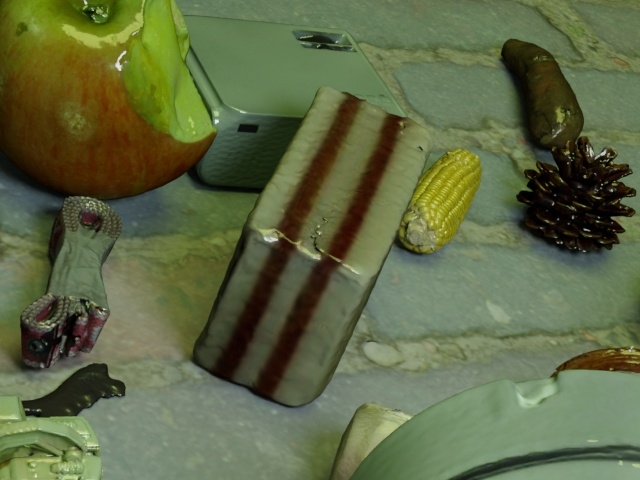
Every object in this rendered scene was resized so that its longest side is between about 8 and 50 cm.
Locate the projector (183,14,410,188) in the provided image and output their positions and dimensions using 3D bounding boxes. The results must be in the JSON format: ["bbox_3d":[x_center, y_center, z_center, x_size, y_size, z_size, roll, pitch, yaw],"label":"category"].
[{"bbox_3d":[-0.045,-0.149,1.808,0.250,0.108,0.198,1,39,-29],"label":"projector"}]

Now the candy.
[{"bbox_3d":[0.000,0.000,1.548,0.135,0.179,0.321,23,32,1],"label":"candy"}]

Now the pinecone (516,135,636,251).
[{"bbox_3d":[0.296,-0.054,1.872,0.140,0.121,0.140,18,24,-8],"label":"pinecone"}]

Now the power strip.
[{"bbox_3d":[0.174,0.271,1.128,0.357,0.357,0.161,15,34,-13],"label":"power strip"}]

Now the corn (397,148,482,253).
[{"bbox_3d":[0.132,-0.045,1.803,0.067,0.067,0.206,27,32,6],"label":"corn"}]

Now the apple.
[{"bbox_3d":[-0.211,-0.169,1.599,0.246,0.226,0.246,4,47,-5],"label":"apple"}]

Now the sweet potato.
[{"bbox_3d":[0.290,-0.196,2.124,0.075,0.075,0.273,14,31,-14],"label":"sweet potato"}]

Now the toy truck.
[{"bbox_3d":[-0.247,0.167,1.192,0.191,0.116,0.085,2,39,-22],"label":"toy truck"}]

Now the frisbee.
[{"bbox_3d":[-0.234,0.138,1.353,0.211,0.012,0.187,34,33,18],"label":"frisbee"}]

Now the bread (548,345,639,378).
[{"bbox_3d":[0.266,0.173,1.483,0.160,0.160,0.073,13,42,-16],"label":"bread"}]

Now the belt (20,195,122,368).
[{"bbox_3d":[-0.220,0.034,1.469,0.071,0.053,0.232,20,29,-9],"label":"belt"}]

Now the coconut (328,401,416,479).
[{"bbox_3d":[0.075,0.192,1.377,0.124,0.110,0.110,20,32,0],"label":"coconut"}]
